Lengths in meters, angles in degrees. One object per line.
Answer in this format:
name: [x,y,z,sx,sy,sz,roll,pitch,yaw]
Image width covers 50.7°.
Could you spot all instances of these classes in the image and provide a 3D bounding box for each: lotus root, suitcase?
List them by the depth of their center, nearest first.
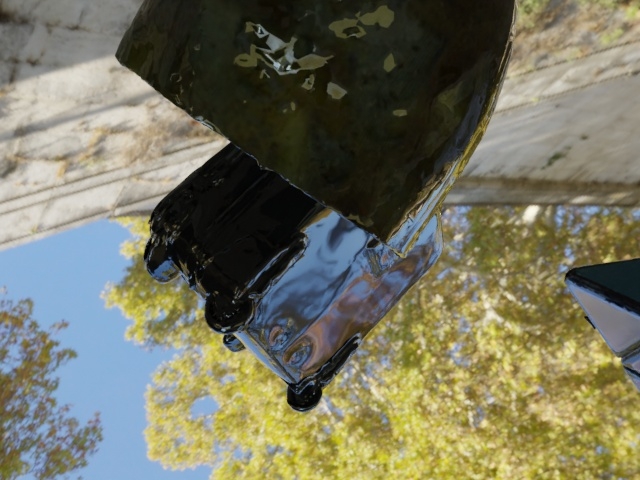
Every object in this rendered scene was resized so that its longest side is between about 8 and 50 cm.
lotus root: [0.025,-0.165,0.484,0.267,0.260,0.149,36,-174,6]
suitcase: [0.000,0.000,0.805,0.339,0.345,0.188,-44,-122,-11]

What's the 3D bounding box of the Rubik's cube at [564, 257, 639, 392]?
Rubik's cube: [0.270,0.104,0.346,0.178,0.211,0.190,-112,10,-76]
